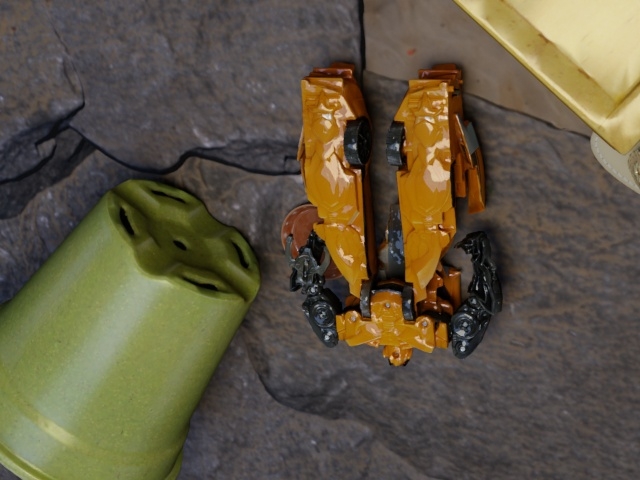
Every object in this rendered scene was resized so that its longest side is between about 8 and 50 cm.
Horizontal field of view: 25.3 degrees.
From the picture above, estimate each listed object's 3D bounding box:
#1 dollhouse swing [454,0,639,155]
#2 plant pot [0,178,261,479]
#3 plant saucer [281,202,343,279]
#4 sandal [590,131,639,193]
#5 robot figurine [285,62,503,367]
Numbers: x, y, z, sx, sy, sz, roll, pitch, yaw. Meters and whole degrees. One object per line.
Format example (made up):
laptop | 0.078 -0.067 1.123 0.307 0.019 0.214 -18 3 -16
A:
dollhouse swing | 0.202 -0.293 1.077 0.347 0.315 0.305 42 101 3
plant pot | -0.198 0.087 1.458 0.276 0.276 0.254 40 114 5
plant saucer | 0.000 0.000 1.436 0.083 0.013 0.083 12 119 23
sandal | 0.329 -0.034 1.197 0.240 0.079 0.088 30 125 13
robot figurine | 0.069 -0.019 1.338 0.211 0.085 0.291 4 116 20
